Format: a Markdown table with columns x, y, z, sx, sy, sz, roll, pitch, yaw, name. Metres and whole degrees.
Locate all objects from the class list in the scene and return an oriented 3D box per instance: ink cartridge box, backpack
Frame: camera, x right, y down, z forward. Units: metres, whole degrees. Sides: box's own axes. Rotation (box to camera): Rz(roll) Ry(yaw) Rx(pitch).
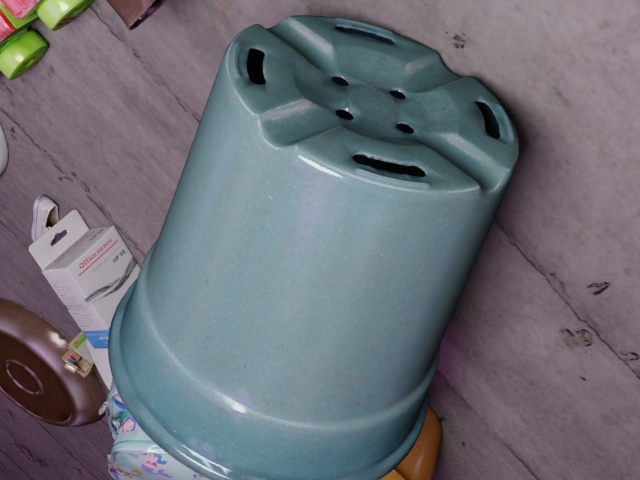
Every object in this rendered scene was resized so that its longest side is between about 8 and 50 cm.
| x | y | z | sx | sy | sz | roll | pitch | yaw | name |
| --- | --- | --- | --- | --- | --- | --- | --- | --- | --- |
| -0.315 | 0.053 | 1.183 | 0.060 | 0.104 | 0.180 | -5 | 123 | 38 | ink cartridge box |
| -0.146 | 0.200 | 1.006 | 0.225 | 0.191 | 0.253 | 14 | 140 | -6 | backpack |

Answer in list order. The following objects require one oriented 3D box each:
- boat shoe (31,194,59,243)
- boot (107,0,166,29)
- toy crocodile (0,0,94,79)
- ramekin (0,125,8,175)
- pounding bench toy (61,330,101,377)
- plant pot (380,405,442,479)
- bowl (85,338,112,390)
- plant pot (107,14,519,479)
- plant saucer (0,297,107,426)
| x | y | z | sx | sy | sz | roll | pitch | yaw | name |
| --- | --- | --- | --- | --- | --- | --- | --- | --- | --- |
| -0.400 | -0.021 | 1.232 | 0.035 | 0.035 | 0.100 | 30 | 131 | 14 | boat shoe |
| -0.168 | -0.337 | 0.732 | 0.207 | 0.090 | 0.248 | 45 | 121 | -6 | boot |
| -0.356 | -0.260 | 0.940 | 0.341 | 0.105 | 0.115 | -24 | 109 | 46 | toy crocodile |
| -0.558 | -0.144 | 1.179 | 0.207 | 0.109 | 0.207 | 20 | 135 | 21 | ramekin |
| -0.395 | 0.194 | 1.377 | 0.052 | 0.083 | 0.065 | 40 | 137 | -1 | pounding bench toy |
| 0.061 | 0.289 | 1.062 | 0.205 | 0.188 | 0.205 | 20 | 135 | 21 | plant pot |
| -0.289 | 0.195 | 1.327 | 0.142 | 0.053 | 0.142 | 8 | 130 | 31 | bowl |
| 0.000 | 0.000 | 0.777 | 0.341 | 0.341 | 0.334 | 30 | 129 | 10 | plant pot |
| -0.531 | 0.239 | 1.541 | 0.311 | 0.050 | 0.310 | 19 | 134 | 22 | plant saucer |
